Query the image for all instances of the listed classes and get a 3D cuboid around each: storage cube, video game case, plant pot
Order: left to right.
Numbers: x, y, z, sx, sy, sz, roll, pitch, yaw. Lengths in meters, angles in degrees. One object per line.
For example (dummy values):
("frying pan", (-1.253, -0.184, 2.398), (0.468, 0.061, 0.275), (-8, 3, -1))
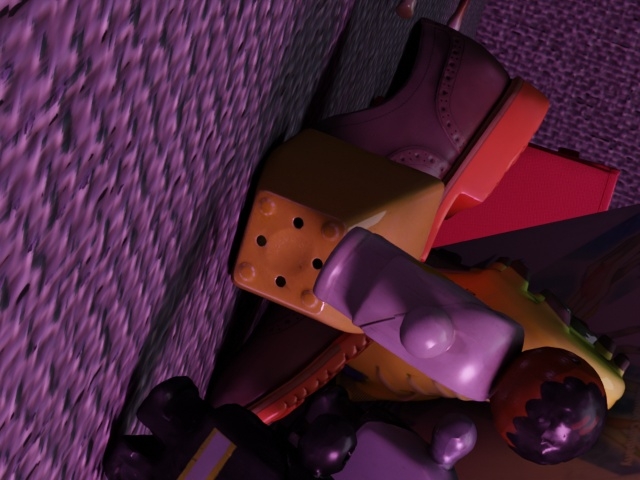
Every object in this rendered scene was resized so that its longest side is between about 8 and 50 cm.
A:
("plant pot", (0.000, 0.000, 0.848), (0.083, 0.081, 0.081), (-23, 133, -65))
("storage cube", (0.108, 0.012, 1.371), (0.183, 0.193, 0.215), (50, 58, -84))
("video game case", (0.085, 0.095, 1.067), (0.036, 0.300, 0.329), (65, 28, -25))

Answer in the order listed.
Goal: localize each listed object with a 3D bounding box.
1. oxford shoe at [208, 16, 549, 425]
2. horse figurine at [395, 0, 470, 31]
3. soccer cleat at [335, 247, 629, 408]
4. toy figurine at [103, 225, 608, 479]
("oxford shoe", (0.012, -0.007, 0.960), (0.271, 0.098, 0.097), (-51, -174, -23))
("horse figurine", (0.103, -0.231, 1.181), (0.263, 0.066, 0.174), (-65, 178, -68))
("soccer cleat", (0.070, 0.061, 1.026), (0.121, 0.093, 0.289), (-53, -148, -6))
("toy figurine", (0.018, 0.123, 0.748), (0.209, 0.148, 0.213), (-38, 155, -37))
